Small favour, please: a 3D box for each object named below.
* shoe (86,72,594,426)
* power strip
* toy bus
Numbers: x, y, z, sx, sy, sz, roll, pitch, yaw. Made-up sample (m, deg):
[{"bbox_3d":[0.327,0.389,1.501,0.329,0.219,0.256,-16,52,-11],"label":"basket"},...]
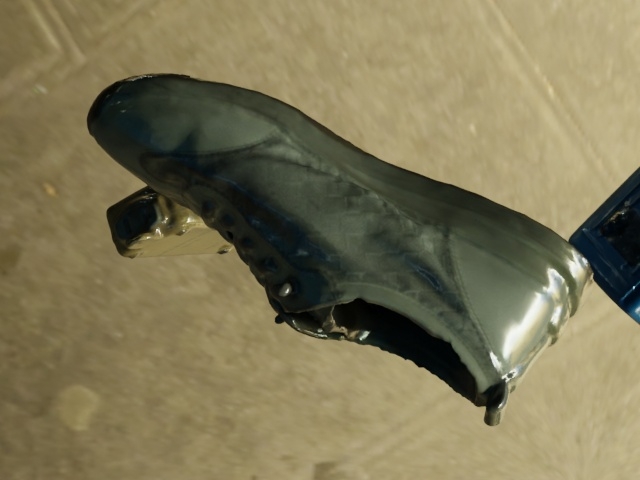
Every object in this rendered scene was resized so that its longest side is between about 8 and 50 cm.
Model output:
[{"bbox_3d":[0.000,0.000,0.926,0.275,0.103,0.098,24,66,7],"label":"shoe"},{"bbox_3d":[-0.038,-0.018,1.229,0.064,0.305,0.044,-26,77,31],"label":"power strip"},{"bbox_3d":[0.326,-0.034,1.439,0.246,0.134,0.113,-46,47,12],"label":"toy bus"}]
